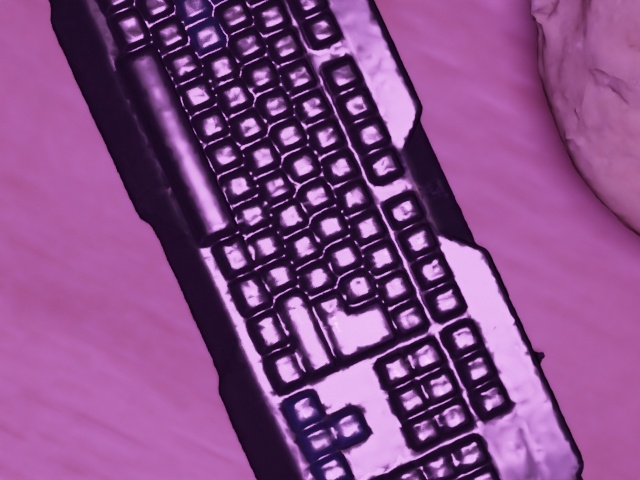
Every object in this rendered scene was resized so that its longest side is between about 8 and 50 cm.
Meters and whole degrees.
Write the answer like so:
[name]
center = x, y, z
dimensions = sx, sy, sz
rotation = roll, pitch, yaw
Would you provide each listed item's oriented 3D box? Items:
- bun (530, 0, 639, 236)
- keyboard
[bun]
center = 0.176, -0.075, 0.523
dimensions = 0.220, 0.134, 0.220
rotation = 0, 91, -6
[keyboard]
center = 0.000, 0.000, 0.573
dimensions = 0.106, 0.016, 0.262
rotation = -24, 90, -3
